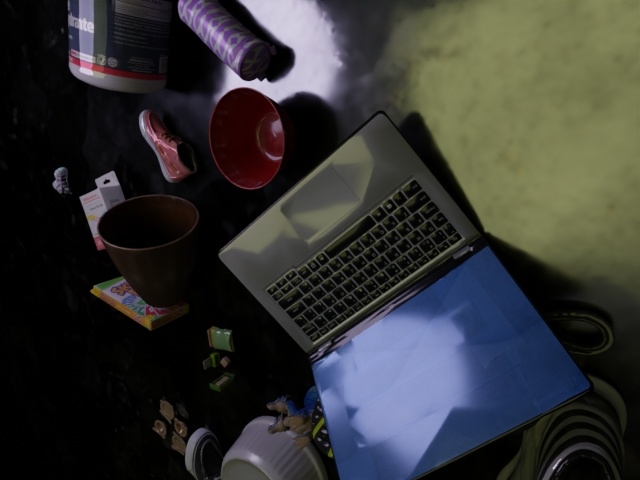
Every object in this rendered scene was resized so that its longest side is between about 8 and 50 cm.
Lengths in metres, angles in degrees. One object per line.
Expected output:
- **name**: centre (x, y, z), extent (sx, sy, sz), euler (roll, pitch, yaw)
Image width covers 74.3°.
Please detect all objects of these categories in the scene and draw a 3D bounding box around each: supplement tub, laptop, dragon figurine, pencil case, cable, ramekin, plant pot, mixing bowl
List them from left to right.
- **supplement tub**: centre (-0.403, -0.457, 0.858), extent (0.191, 0.191, 0.273), euler (27, 118, 24)
- **plant pot**: centre (-0.389, 0.043, 1.015), extent (0.215, 0.215, 0.231), euler (25, 132, 25)
- **pencil case**: centre (-0.179, -0.395, 0.800), extent (0.088, 0.086, 0.206), euler (-44, 79, -1)
- **mixing bowl**: centre (-0.114, -0.196, 0.807), extent (0.181, 0.098, 0.182), euler (10, 110, 29)
- **ramekin**: centre (-0.124, 0.585, 1.036), extent (0.272, 0.127, 0.273), euler (10, 109, 30)
- **dragon figurine**: centre (0.009, 0.360, 0.901), extent (0.288, 0.144, 0.085), euler (-19, 95, 4)
- **laptop**: centre (0.067, 0.096, 0.629), extent (0.382, 0.236, 0.408), euler (-38, 98, 18)
- **cable**: centre (0.297, 0.132, 0.686), extent (0.287, 0.072, 0.140), euler (-14, 81, 23)

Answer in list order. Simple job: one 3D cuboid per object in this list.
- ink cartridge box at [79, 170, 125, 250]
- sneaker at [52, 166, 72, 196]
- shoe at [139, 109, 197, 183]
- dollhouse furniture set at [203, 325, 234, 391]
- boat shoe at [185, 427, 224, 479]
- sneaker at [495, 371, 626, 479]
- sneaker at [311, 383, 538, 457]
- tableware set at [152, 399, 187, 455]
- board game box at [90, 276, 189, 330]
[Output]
- **ink cartridge box**: centre (-0.594, -0.082, 1.173), extent (0.115, 0.067, 0.198), euler (-12, 98, 35)
- **sneaker**: centre (-0.777, -0.171, 1.285), extent (0.069, 0.038, 0.098), euler (51, 134, 7)
- **shoe**: centre (-0.346, -0.226, 0.974), extent (0.081, 0.063, 0.178), euler (-16, 101, 34)
- **dollhouse furniture set**: centre (-0.263, 0.301, 1.081), extent (0.076, 0.058, 0.152), euler (4, 107, 31)
- **boat shoe**: centre (-0.290, 0.664, 1.182), extent (0.102, 0.108, 0.302), euler (3, 109, 32)
- **sneaker**: centre (0.328, 0.438, 0.617), extent (0.169, 0.257, 0.448), euler (11, 111, 30)
- **sneaker**: centre (0.173, 0.273, 0.709), extent (0.384, 0.147, 0.145), euler (-21, 58, 28)
- **tableware set**: centre (-0.466, 0.588, 1.325), extent (0.141, 0.020, 0.169), euler (31, 119, 22)
- **board game box**: centre (-0.493, 0.155, 1.145), extent (0.259, 0.124, 0.039), euler (19, 113, 27)
